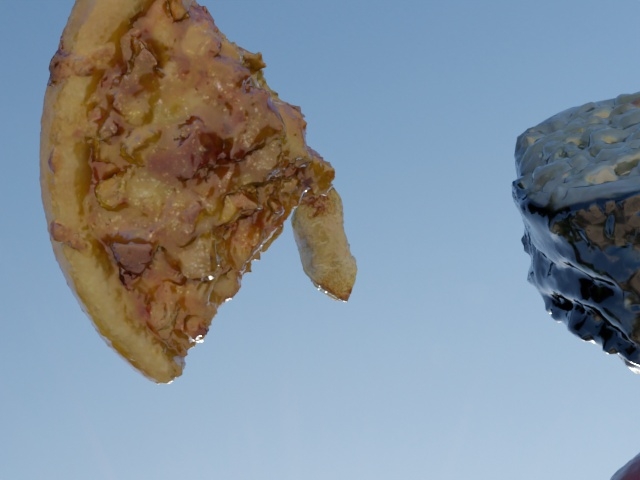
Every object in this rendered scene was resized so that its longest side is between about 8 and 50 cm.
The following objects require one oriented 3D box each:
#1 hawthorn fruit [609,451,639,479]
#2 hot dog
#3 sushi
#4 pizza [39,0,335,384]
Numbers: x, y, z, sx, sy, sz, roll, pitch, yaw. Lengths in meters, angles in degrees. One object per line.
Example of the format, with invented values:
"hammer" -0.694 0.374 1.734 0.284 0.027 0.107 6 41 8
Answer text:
"hawthorn fruit" 0.307 0.236 0.595 0.295 0.295 0.311 -55 -14 3
"hot dog" 0.001 0.000 1.253 0.078 0.061 0.169 -12 -87 -15
"sushi" 0.251 -0.013 0.715 0.210 0.350 0.171 -19 -78 5
"pizza" -0.094 -0.055 0.716 0.226 0.086 0.336 -4 -77 -17
